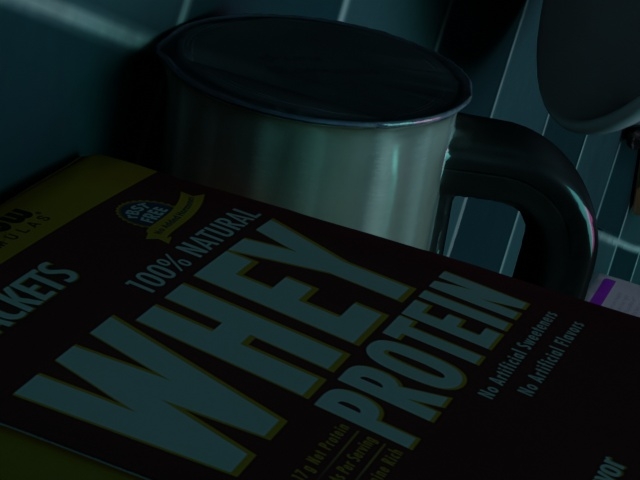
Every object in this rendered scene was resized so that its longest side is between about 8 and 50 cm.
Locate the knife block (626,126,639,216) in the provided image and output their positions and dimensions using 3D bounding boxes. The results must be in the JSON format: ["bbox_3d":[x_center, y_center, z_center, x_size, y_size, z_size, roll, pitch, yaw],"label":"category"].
[{"bbox_3d":[0.295,-0.131,1.266,0.242,0.088,0.275,91,24,-43],"label":"knife block"}]

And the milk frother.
[{"bbox_3d":[0.000,0.000,0.529,0.143,0.129,0.134,-127,-138,-57],"label":"milk frother"}]

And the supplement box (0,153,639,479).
[{"bbox_3d":[-0.012,0.109,0.405,0.129,0.191,0.194,-40,143,-59],"label":"supplement box"}]

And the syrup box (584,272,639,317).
[{"bbox_3d":[0.270,0.112,1.178,0.096,0.237,0.093,-45,148,-53],"label":"syrup box"}]

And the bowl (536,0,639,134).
[{"bbox_3d":[0.215,-0.157,0.727,0.298,0.134,0.298,-159,-90,-79],"label":"bowl"}]
